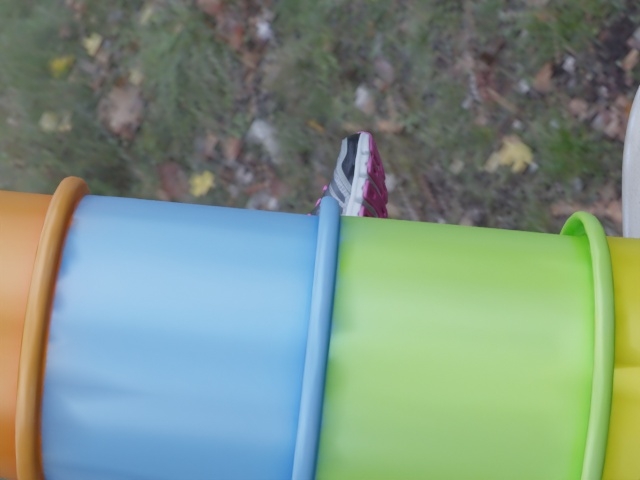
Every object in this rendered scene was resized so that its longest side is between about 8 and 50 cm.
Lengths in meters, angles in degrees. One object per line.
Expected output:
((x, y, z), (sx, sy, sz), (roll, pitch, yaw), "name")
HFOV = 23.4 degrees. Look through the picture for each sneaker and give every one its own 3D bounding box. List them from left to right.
((0.000, 0.000, 1.085), (0.074, 0.063, 0.170), (5, 71, 19), "sneaker")

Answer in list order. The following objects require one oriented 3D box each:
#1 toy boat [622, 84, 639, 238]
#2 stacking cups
((0.444, -0.093, 1.755), (0.148, 0.318, 0.268), (7, 113, 27), "toy boat")
((-0.032, 0.032, 0.370), (0.316, 0.096, 0.096), (4, 66, -3), "stacking cups")
